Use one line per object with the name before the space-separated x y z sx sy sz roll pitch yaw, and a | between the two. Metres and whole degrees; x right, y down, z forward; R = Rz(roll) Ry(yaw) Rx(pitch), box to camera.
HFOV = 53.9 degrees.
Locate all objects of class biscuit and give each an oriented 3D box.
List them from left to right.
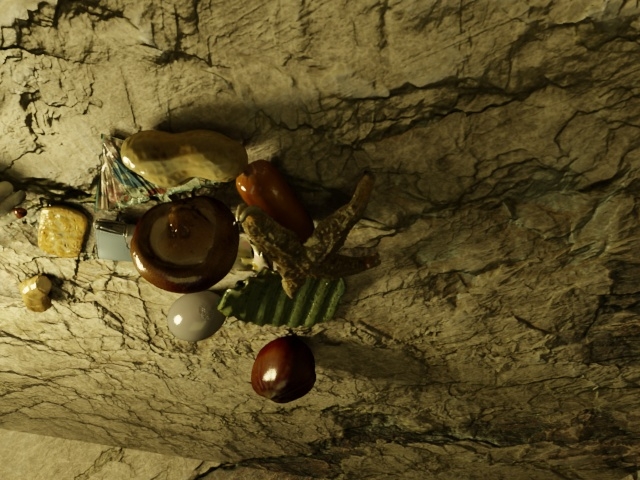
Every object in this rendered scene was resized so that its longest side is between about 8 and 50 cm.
biscuit | -0.692 -0.020 1.684 0.118 0.029 0.247 19 142 -16

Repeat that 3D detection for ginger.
ginger | -0.868 0.163 1.928 0.095 0.069 0.190 -6 147 -19

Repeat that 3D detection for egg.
egg | -0.362 0.221 1.852 0.198 0.146 0.146 -20 136 22

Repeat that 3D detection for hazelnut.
hazelnut | -0.118 0.422 2.030 0.229 0.229 0.229 5 144 4

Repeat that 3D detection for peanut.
peanut | -0.287 -0.171 1.332 0.274 0.111 0.125 2 109 10

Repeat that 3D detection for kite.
kite | -0.402 -0.131 1.499 0.406 0.014 0.368 -11 140 22

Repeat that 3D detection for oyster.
oyster | -0.207 0.014 1.615 0.209 0.072 0.133 16 128 -8

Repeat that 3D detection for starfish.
starfish | 0.000 0.000 1.445 0.324 0.082 0.432 -24 143 -5

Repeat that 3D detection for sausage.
sausage | -0.099 -0.077 1.446 0.105 0.105 0.274 -10 142 22

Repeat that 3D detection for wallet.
wallet | -0.474 0.007 1.653 0.231 0.069 0.170 7 148 -10

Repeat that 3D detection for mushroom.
mushroom | -0.309 0.007 1.461 0.253 0.253 0.153 4 157 5

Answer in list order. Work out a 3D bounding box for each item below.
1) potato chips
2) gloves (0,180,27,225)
potato chips | -0.108 0.168 1.757 0.358 0.070 0.429 -4 154 -12
gloves | -0.839 -0.088 1.540 0.218 0.131 0.140 22 144 -5
